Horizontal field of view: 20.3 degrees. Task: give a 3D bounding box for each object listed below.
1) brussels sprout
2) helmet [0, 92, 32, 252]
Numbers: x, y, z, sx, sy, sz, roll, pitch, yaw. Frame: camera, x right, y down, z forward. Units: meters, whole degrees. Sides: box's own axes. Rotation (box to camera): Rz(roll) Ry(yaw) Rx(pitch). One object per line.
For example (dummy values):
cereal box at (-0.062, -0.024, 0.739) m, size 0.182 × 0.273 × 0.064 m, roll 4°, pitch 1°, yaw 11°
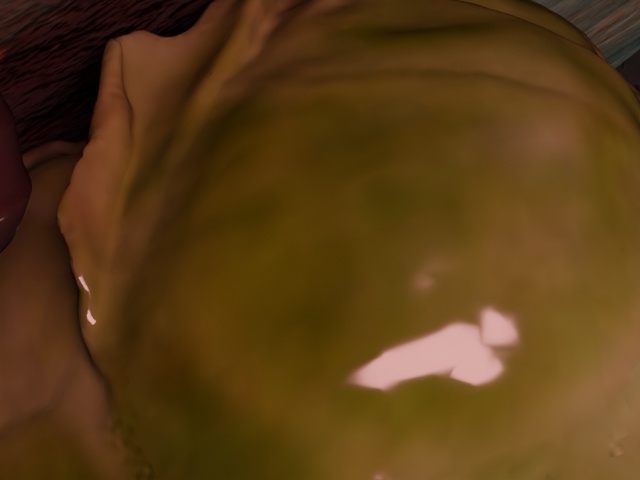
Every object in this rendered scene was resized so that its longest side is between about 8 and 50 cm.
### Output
brussels sprout at (0.005, 0.117, 0.737) m, size 0.342 × 0.425 × 0.361 m, roll 4°, pitch -142°, yaw 10°
helmet at (-0.138, -0.008, 0.549) m, size 0.123 × 0.070 × 0.098 m, roll -40°, pitch 174°, yaw 40°
